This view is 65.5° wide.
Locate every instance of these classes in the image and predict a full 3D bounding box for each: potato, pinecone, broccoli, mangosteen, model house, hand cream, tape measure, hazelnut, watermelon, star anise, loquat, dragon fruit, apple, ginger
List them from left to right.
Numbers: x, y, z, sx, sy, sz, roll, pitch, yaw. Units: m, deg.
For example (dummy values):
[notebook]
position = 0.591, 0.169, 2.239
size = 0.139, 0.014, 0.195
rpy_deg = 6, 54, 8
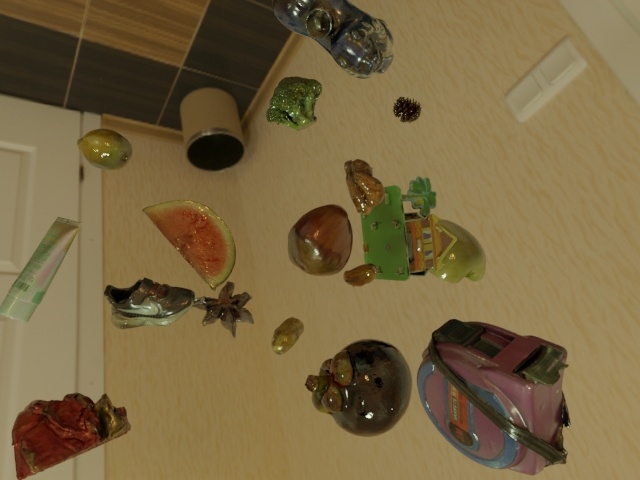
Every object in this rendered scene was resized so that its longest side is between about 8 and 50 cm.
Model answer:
[hand cream]
position = -0.444, 0.043, 0.792
size = 0.076, 0.174, 0.047
rpy_deg = 11, 161, 35
[dragon fruit]
position = -0.550, 0.405, 1.121
size = 0.205, 0.152, 0.317
rpy_deg = -19, 167, -21
[loquat]
position = -0.764, -0.323, 1.758
size = 0.195, 0.152, 0.152
rpy_deg = 19, 150, 8
[watermelon]
position = -0.362, 0.002, 1.448
size = 0.159, 0.303, 0.128
rpy_deg = -42, 178, -30
[star anise]
position = -0.273, 0.200, 1.479
size = 0.208, 0.172, 0.063
rpy_deg = -28, 156, -53
[potato]
position = -0.114, 0.319, 1.676
size = 0.107, 0.080, 0.170
rpy_deg = -29, -175, 29
[broccoli]
position = -0.072, -0.359, 1.304
size = 0.162, 0.137, 0.146
rpy_deg = -30, 180, -23
[hazelnut]
position = 0.009, 0.005, 1.370
size = 0.210, 0.186, 0.210
rpy_deg = -17, 154, -8
[mangosteen]
position = 0.101, 0.403, 1.379
size = 0.302, 0.274, 0.275
rpy_deg = 12, 142, -22
[ginger]
position = 0.114, -0.155, 1.360
size = 0.073, 0.162, 0.103
rpy_deg = -21, 174, -36
[pinecone]
position = 0.249, -0.376, 1.424
size = 0.077, 0.083, 0.077
rpy_deg = -47, -177, 4
[model house]
position = 0.327, -0.048, 1.835
size = 0.313, 0.357, 0.243
rpy_deg = -9, -178, -36
[apple]
position = 0.558, 0.051, 2.263
size = 0.312, 0.360, 0.320
rpy_deg = -36, 142, -8
[tape measure]
position = 0.282, 0.247, 0.802
size = 0.149, 0.245, 0.231
rpy_deg = -30, 122, -30

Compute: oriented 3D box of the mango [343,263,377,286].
[mango]
position = 0.124, 0.105, 1.497
size = 0.077, 0.063, 0.127
rpy_deg = -8, 168, -42

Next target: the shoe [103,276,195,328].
[shoe]
position = -0.422, 0.144, 1.209
size = 0.228, 0.099, 0.112
rpy_deg = -13, 125, 12

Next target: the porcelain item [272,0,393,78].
[porcelain item]
position = 0.018, -0.431, 0.993
size = 0.288, 0.186, 0.138
rpy_deg = 40, 122, -4
